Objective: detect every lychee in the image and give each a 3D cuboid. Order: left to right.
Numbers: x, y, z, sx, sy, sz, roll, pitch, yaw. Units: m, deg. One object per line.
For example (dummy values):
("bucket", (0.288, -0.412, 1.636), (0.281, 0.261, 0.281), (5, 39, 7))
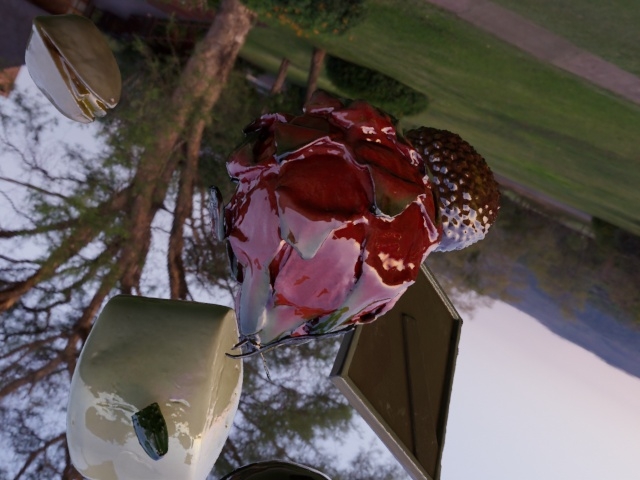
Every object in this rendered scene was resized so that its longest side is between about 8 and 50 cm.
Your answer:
("lychee", (0.230, -0.095, 1.219), (0.271, 0.236, 0.236), (61, 177, -15))

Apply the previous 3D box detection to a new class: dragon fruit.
("dragon fruit", (0.000, 0.000, 0.608), (0.234, 0.293, 0.234), (24, -175, -2))

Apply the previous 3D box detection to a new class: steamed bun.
("steamed bun", (-0.384, 0.362, 1.428), (0.372, 0.455, 0.290), (7, 175, 9))

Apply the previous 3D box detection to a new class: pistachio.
("pistachio", (-0.310, -0.217, 0.772), (0.149, 0.113, 0.113), (52, -166, 19))

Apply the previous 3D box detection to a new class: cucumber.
("cucumber", (-0.347, 0.394, 1.246), (0.107, 0.067, 0.035), (60, -177, 23))

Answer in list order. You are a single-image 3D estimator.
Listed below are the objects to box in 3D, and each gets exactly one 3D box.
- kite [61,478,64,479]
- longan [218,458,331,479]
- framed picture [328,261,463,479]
("kite", (-0.597, 0.597, 1.350), (0.244, 0.006, 0.198), (11, -161, -27))
("longan", (-0.066, 0.374, 0.712), (0.248, 0.248, 0.248), (27, -174, -3))
("framed picture", (0.128, 0.148, 0.886), (0.247, 0.022, 0.335), (54, -144, -24))
